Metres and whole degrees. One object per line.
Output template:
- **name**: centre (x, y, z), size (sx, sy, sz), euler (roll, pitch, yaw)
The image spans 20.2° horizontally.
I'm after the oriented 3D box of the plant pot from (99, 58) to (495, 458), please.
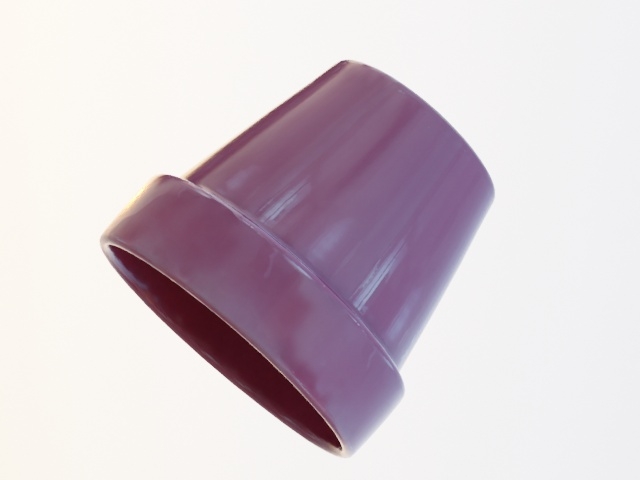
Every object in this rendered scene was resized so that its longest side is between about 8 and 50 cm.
- **plant pot**: centre (0.000, 0.000, 1.068), size (0.201, 0.180, 0.201), euler (39, -13, 11)
